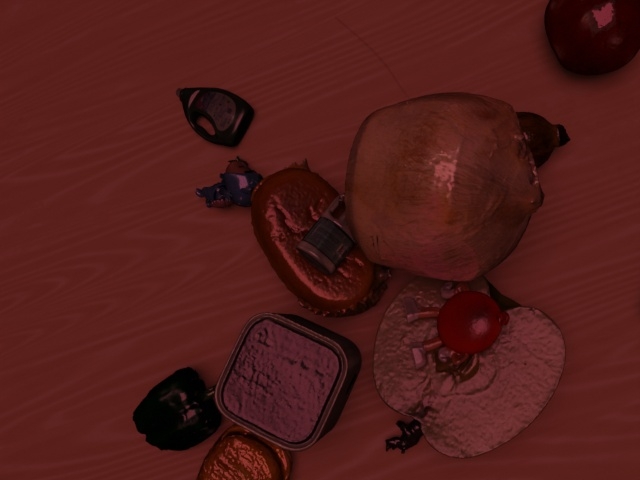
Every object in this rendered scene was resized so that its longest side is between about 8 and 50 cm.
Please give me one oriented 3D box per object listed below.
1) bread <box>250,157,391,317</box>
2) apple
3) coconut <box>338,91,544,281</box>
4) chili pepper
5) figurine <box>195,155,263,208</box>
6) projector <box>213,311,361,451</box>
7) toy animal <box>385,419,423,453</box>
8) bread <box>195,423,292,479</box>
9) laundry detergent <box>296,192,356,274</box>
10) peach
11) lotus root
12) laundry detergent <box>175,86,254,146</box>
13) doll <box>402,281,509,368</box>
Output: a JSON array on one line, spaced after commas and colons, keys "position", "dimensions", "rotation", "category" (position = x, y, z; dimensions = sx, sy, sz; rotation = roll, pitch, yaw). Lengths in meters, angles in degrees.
[{"position": [-0.009, 0.009, 1.637], "dimensions": [0.236, 0.183, 0.388], "rotation": [-40, 77, 1], "category": "bread"}, {"position": [0.296, 0.253, 1.494], "dimensions": [0.312, 0.320, 0.360], "rotation": [40, 84, -24], "category": "apple"}, {"position": [0.272, -0.112, 1.425], "dimensions": [0.405, 0.404, 0.404], "rotation": [-1, 82, 11], "category": "coconut"}, {"position": [-0.307, 0.378, 1.658], "dimensions": [0.261, 0.165, 0.174], "rotation": [-35, 66, 2], "category": "chili pepper"}, {"position": [-0.223, -0.145, 1.737], "dimensions": [0.178, 0.114, 0.144], "rotation": [-14, 69, 24], "category": "figurine"}, {"position": [-0.064, 0.307, 1.573], "dimensions": [0.248, 0.249, 0.248], "rotation": [24, 87, 12], "category": "projector"}, {"position": [0.201, 0.439, 1.608], "dimensions": [0.136, 0.047, 0.065], "rotation": [-42, 85, -3], "category": "toy animal"}, {"position": [-0.180, 0.548, 1.628], "dimensions": [0.198, 0.120, 0.236], "rotation": [33, 90, 11], "category": "bread"}, {"position": [0.050, -0.038, 1.544], "dimensions": [0.099, 0.070, 0.225], "rotation": [37, 74, 4], "category": "laundry detergent"}, {"position": [0.617, -0.493, 1.577], "dimensions": [0.243, 0.199, 0.243], "rotation": [-3, 82, 21], "category": "peach"}, {"position": [0.436, -0.219, 1.610], "dimensions": [0.260, 0.128, 0.145], "rotation": [-9, 96, 16], "category": "lotus root"}, {"position": [-0.285, -0.330, 1.798], "dimensions": [0.211, 0.063, 0.137], "rotation": [27, 95, 13], "category": "laundry detergent"}, {"position": [0.282, 0.166, 1.440], "dimensions": [0.217, 0.085, 0.183], "rotation": [-18, 62, 25], "category": "doll"}]
